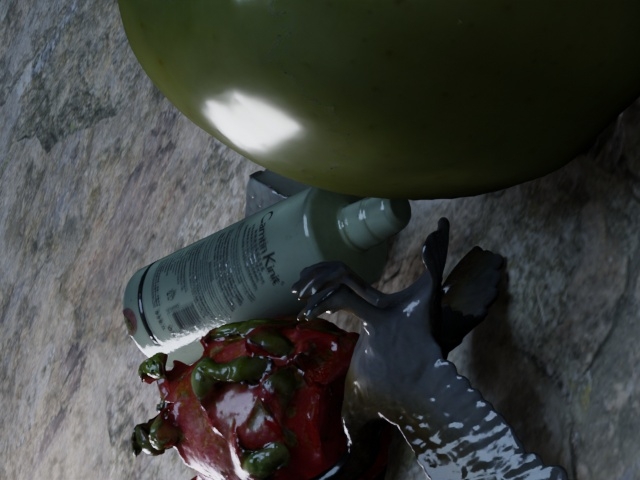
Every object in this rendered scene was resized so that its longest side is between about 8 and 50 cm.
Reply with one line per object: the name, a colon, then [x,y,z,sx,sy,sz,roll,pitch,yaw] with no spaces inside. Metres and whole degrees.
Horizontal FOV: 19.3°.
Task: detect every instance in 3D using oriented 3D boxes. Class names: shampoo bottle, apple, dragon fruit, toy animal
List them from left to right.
dragon fruit: [-0.042,0.130,1.330,0.172,0.160,0.166,-7,39,44]
shampoo bottle: [-0.034,0.019,1.381,0.262,0.085,0.085,-25,48,40]
toy animal: [0.041,0.078,1.172,0.197,0.160,0.272,-26,26,14]
apple: [0.057,-0.192,1.172,0.357,0.357,0.357,-46,33,42]

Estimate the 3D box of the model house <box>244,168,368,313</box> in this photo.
model house: [0.000,0.000,1.461,0.100,0.088,0.100,24,120,35]
